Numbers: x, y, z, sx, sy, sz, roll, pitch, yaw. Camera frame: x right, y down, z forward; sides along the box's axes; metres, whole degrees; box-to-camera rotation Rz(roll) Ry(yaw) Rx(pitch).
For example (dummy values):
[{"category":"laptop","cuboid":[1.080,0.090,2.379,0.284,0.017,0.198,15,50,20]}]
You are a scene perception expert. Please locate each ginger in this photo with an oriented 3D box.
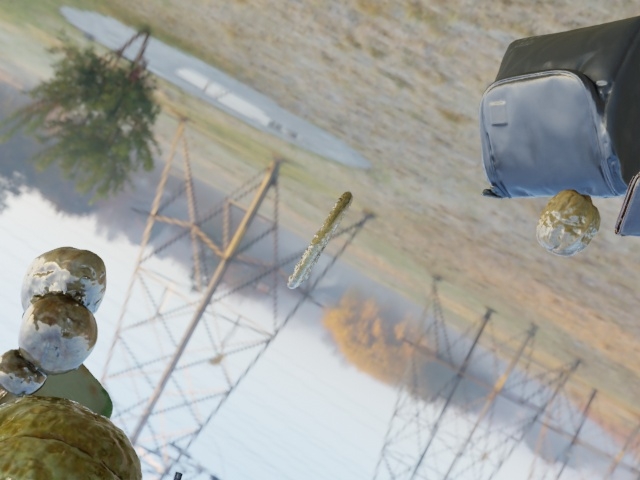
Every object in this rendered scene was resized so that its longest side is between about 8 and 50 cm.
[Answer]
[{"category":"ginger","cuboid":[-0.498,0.146,1.744,0.155,0.245,0.304,43,-145,-28]}]

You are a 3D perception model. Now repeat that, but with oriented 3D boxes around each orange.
[{"category":"orange","cuboid":[-0.345,0.359,1.245,0.211,0.270,0.368,-13,-158,4]}]

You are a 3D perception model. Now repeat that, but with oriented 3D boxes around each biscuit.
[{"category":"biscuit","cuboid":[0.001,0.001,1.781,0.033,0.219,0.220,32,179,2]}]

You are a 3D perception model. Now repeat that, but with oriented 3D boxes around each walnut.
[{"category":"walnut","cuboid":[0.349,-0.025,1.313,0.079,0.096,0.082,35,-176,-27]}]

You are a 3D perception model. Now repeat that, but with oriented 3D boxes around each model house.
[{"category":"model house","cuboid":[-0.629,0.384,1.904,0.245,0.280,0.312,52,-158,-14]}]

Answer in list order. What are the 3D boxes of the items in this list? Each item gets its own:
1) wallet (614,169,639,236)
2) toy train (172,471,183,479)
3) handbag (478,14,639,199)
[{"category":"wallet","cuboid":[0.449,-0.039,1.124,0.176,0.095,0.026,5,-148,-8]},{"category":"toy train","cuboid":[-0.272,0.470,1.727,0.017,0.083,0.017,20,146,-12]},{"category":"handbag","cuboid":[0.373,-0.203,1.453,0.178,0.275,0.302,39,162,-30]}]
